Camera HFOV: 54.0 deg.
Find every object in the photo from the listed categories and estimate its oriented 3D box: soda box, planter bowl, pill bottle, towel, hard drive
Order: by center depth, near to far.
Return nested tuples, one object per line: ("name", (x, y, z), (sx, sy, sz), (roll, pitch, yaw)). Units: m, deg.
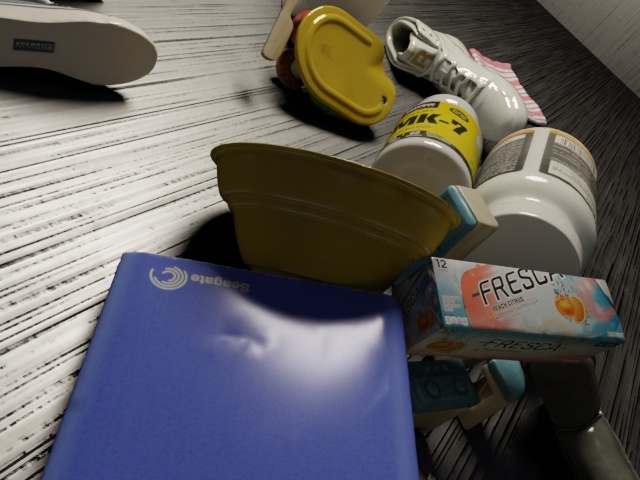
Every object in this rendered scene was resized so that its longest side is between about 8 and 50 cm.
("hard drive", (-0.046, 0.144, 0.356), (0.210, 0.040, 0.318), (10, 42, -8))
("soda box", (0.152, 0.060, 0.509), (0.183, 0.063, 0.058), (7, 59, -24))
("planter bowl", (0.000, 0.000, 0.528), (0.217, 0.217, 0.090), (20, 82, -29))
("pill bottle", (0.140, -0.106, 0.792), (0.119, 0.119, 0.208), (39, 34, -5))
("pill bottle", (0.264, -0.031, 0.795), (0.162, 0.162, 0.278), (42, 36, -1))
("towel", (0.412, -0.339, 1.385), (0.144, 0.029, 0.197), (7, 48, -39))

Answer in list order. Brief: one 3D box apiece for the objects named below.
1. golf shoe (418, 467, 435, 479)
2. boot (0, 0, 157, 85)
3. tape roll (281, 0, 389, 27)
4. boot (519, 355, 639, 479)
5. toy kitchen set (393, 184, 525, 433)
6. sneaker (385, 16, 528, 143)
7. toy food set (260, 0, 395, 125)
("golf shoe", (0.071, 0.190, 0.445), (0.198, 0.077, 0.094), (15, 42, -35))
("boot", (-0.244, -0.194, 0.556), (0.190, 0.069, 0.086), (-3, 49, -44))
("tape roll", (0.056, -0.442, 0.926), (0.100, 0.286, 0.286), (26, 38, -22))
("boot", (0.258, 0.210, 0.576), (0.189, 0.076, 0.208), (46, 29, -43))
("toy kitchen set", (0.100, 0.056, 0.576), (0.166, 0.122, 0.207), (7, 47, -40))
("sneaker", (0.212, -0.275, 1.066), (0.169, 0.108, 0.292), (8, 37, -37))
("toy food set", (0.004, -0.230, 0.821), (0.218, 0.071, 0.128), (25, 74, -38))
